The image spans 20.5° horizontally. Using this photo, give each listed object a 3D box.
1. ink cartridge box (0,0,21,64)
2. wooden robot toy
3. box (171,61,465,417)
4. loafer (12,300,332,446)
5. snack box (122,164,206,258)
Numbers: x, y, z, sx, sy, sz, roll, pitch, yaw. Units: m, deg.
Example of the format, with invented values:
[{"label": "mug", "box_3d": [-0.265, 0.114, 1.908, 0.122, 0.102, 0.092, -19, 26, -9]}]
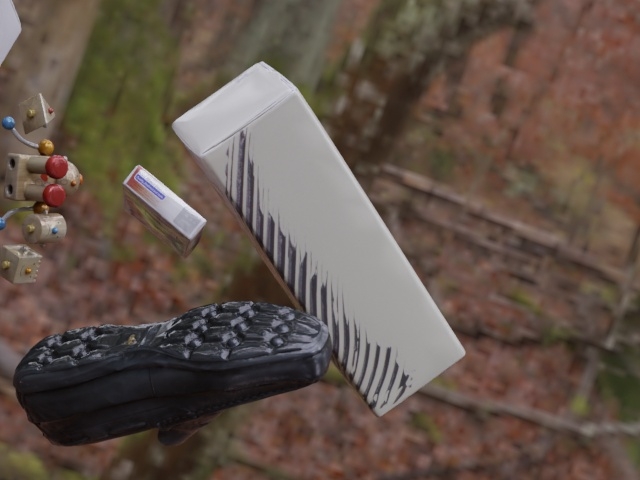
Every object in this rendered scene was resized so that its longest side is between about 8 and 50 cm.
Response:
[{"label": "ink cartridge box", "box_3d": [-0.572, -0.216, 1.929, 0.395, 0.285, 0.166, 15, -28, 18]}, {"label": "wooden robot toy", "box_3d": [-0.242, -0.046, 1.605, 0.076, 0.173, 0.079, 11, 7, 38]}, {"label": "box", "box_3d": [0.000, 0.000, 1.407, 0.275, 0.094, 0.113, 56, -4, -23]}, {"label": "loafer", "box_3d": [-0.091, 0.091, 1.136, 0.223, 0.078, 0.076, -10, 27, 23]}, {"label": "snack box", "box_3d": [-0.120, -0.019, 1.341, 0.064, 0.022, 0.178, 39, -7, -1]}]
